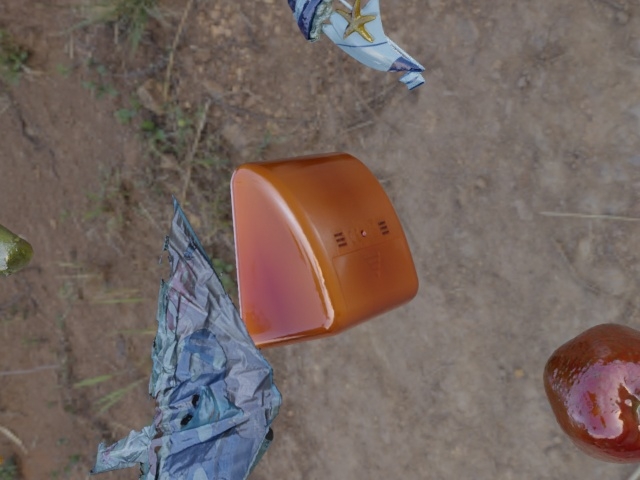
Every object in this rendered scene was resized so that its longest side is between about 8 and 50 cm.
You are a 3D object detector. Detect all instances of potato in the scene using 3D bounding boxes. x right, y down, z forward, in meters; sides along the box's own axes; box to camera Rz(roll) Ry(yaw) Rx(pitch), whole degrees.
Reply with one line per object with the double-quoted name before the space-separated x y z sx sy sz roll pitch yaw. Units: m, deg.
"potato" -0.585 0.008 1.316 0.085 0.188 0.105 88 -156 -51

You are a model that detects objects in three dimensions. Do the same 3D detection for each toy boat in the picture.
"toy boat" 0.078 -0.380 1.367 0.067 0.291 0.220 -57 8 -30

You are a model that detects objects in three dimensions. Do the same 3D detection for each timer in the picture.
"timer" 0.000 0.000 1.070 0.161 0.257 0.249 -15 90 39

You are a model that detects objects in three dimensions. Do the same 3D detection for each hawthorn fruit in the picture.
"hawthorn fruit" 0.282 0.146 0.708 0.138 0.133 0.132 -30 -57 -76

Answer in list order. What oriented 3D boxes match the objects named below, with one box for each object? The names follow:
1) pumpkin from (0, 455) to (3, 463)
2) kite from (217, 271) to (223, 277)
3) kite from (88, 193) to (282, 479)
"pumpkin" -0.419 0.265 0.864 0.074 0.083 0.054 -65 9 -19
"kite" -0.154 0.072 0.958 0.002 0.078 0.044 15 121 67
"kite" -0.109 0.138 0.540 0.368 0.014 0.405 -32 50 53
